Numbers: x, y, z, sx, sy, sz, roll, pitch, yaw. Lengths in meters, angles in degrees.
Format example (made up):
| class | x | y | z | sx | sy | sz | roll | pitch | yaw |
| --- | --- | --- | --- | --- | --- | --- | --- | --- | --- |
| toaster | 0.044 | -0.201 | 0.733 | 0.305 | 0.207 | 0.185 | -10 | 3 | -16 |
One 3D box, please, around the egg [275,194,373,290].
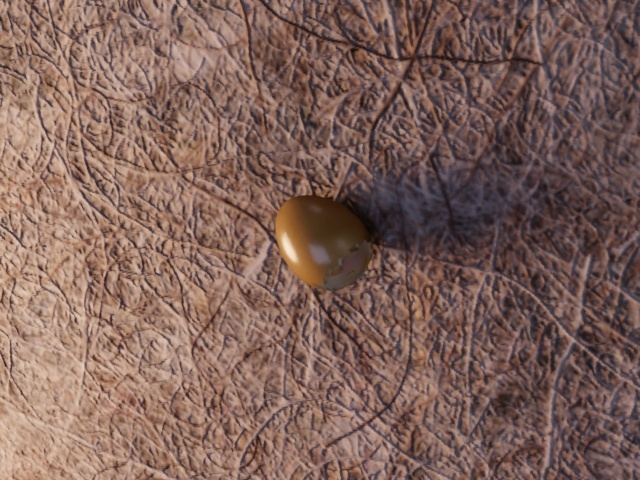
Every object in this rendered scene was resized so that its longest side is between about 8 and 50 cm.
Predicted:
| class | x | y | z | sx | sy | sz | roll | pitch | yaw |
| --- | --- | --- | --- | --- | --- | --- | --- | --- | --- |
| egg | 0.000 | 0.000 | 1.617 | 0.096 | 0.080 | 0.080 | 39 | 125 | 26 |
